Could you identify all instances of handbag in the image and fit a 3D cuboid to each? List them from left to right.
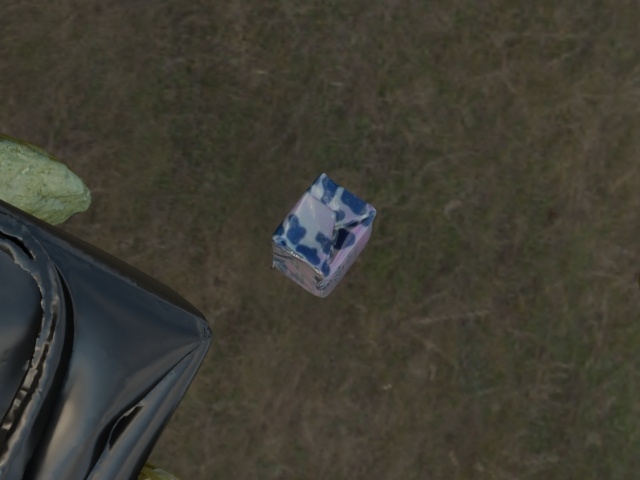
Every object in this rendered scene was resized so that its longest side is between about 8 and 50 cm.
[{"bbox_3d":[-0.228,0.086,0.569,0.285,0.113,0.257,26,94,-22],"label":"handbag"}]

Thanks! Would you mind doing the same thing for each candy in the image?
[{"bbox_3d":[0.000,0.000,1.125,0.092,0.073,0.160,-54,174,-9],"label":"candy"}]

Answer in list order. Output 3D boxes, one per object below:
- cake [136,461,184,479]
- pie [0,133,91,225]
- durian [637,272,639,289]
[{"bbox_3d":[-0.069,0.175,0.693,0.080,0.185,0.116,-52,123,-20],"label":"cake"},{"bbox_3d":[-0.350,-0.063,1.114,0.248,0.201,0.090,13,79,-19],"label":"pie"},{"bbox_3d":[0.396,0.026,1.100,0.166,0.172,0.306,-58,142,-67],"label":"durian"}]
